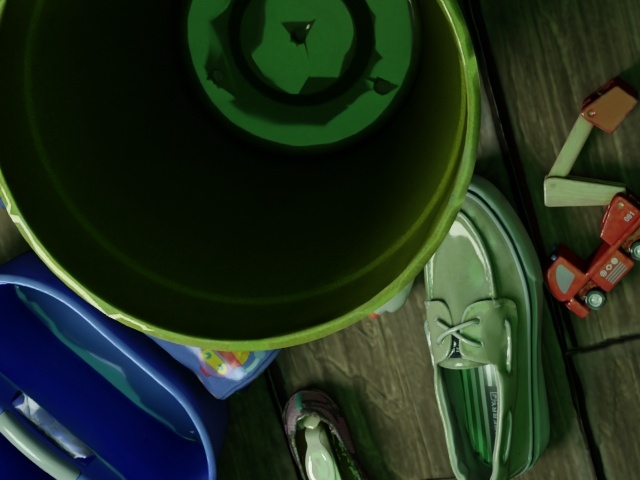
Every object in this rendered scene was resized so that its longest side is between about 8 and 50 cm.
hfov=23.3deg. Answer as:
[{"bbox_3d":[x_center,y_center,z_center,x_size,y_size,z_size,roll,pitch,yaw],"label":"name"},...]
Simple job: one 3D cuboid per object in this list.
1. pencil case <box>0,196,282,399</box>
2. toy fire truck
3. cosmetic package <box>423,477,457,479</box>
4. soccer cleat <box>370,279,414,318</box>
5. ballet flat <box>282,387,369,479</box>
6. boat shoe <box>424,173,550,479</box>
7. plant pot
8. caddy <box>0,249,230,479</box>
[{"bbox_3d":[-0.154,0.015,1.450,0.306,0.133,0.119,43,112,-4],"label":"pencil case"},{"bbox_3d":[0.252,-0.037,1.413,0.135,0.047,0.192,39,109,-3],"label":"toy fire truck"},{"bbox_3d":[0.122,0.298,1.529,0.041,0.060,0.115,-6,107,10],"label":"cosmetic package"},{"bbox_3d":[0.000,0.000,1.461,0.196,0.068,0.076,31,89,1],"label":"soccer cleat"},{"bbox_3d":[0.018,0.252,1.520,0.077,0.079,0.221,-20,103,13],"label":"ballet flat"},{"bbox_3d":[0.149,0.090,1.430,0.109,0.094,0.302,-5,108,32],"label":"boat shoe"},{"bbox_3d":[-0.046,-0.143,1.268,0.367,0.353,0.366,2,107,8],"label":"plant pot"},{"bbox_3d":[-0.248,0.169,1.486,0.341,0.179,0.241,41,107,-4],"label":"caddy"}]
